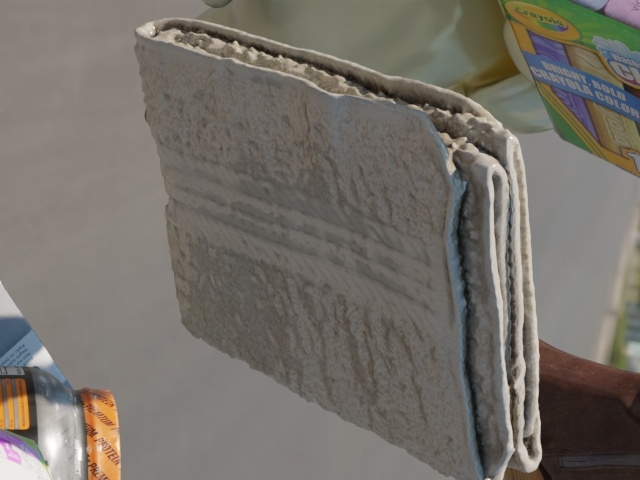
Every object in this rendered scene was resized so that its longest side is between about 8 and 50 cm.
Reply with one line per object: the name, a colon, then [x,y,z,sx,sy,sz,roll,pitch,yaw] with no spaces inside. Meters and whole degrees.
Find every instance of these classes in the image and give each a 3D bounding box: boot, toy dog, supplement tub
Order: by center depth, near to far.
boot: [0.204,0.110,1.364,0.090,0.207,0.248,-14,89,-53]
toy dog: [0.032,-0.165,1.585,0.395,0.408,0.284,-8,74,-63]
supplement tub: [-0.345,0.207,1.669,0.193,0.316,0.193,-178,-90,-75]

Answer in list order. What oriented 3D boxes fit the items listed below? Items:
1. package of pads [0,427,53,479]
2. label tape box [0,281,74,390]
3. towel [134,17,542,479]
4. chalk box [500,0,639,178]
package of pads: [-0.327,0.193,1.189,0.229,0.101,0.296,-46,138,17]
label tape box: [-0.361,0.163,1.984,0.106,0.240,0.334,-44,123,-25]
towel: [0.000,0.000,0.931,0.049,0.282,0.187,-21,116,-32]
chalk box: [0.237,-0.166,1.190,0.180,0.179,0.289,-55,151,-11]
